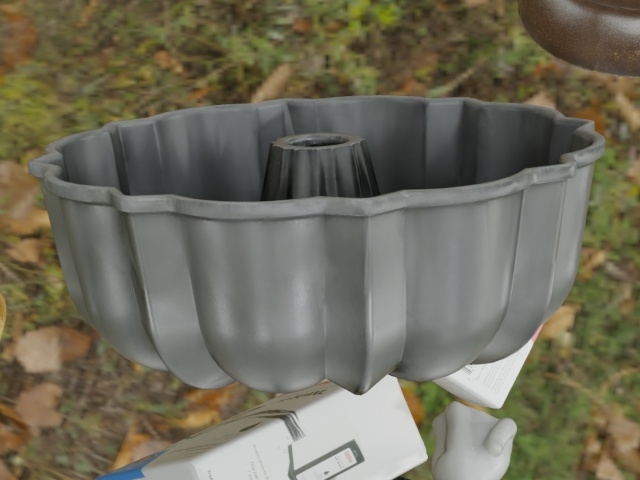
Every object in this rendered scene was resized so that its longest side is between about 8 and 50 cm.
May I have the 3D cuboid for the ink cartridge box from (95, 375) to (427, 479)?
[{"bbox_3d":[-0.044,0.175,1.262,0.203,0.148,0.085,-22,91,-39],"label":"ink cartridge box"}]

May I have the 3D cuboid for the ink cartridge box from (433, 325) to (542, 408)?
[{"bbox_3d":[0.115,0.049,1.669,0.218,0.092,0.158,34,79,-26],"label":"ink cartridge box"}]

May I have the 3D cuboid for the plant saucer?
[{"bbox_3d":[0.340,-0.269,1.587,0.310,0.311,0.050,-41,136,-25],"label":"plant saucer"}]

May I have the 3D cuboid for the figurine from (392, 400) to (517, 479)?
[{"bbox_3d":[0.119,0.301,1.767,0.092,0.215,0.209,34,32,-9],"label":"figurine"}]

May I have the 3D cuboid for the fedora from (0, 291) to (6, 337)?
[{"bbox_3d":[-0.335,0.079,1.446,0.194,0.079,0.194,-50,157,-29],"label":"fedora"}]

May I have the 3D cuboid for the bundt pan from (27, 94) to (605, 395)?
[{"bbox_3d":[0.000,0.000,0.966,0.331,0.331,0.124,-12,108,-34],"label":"bundt pan"}]
